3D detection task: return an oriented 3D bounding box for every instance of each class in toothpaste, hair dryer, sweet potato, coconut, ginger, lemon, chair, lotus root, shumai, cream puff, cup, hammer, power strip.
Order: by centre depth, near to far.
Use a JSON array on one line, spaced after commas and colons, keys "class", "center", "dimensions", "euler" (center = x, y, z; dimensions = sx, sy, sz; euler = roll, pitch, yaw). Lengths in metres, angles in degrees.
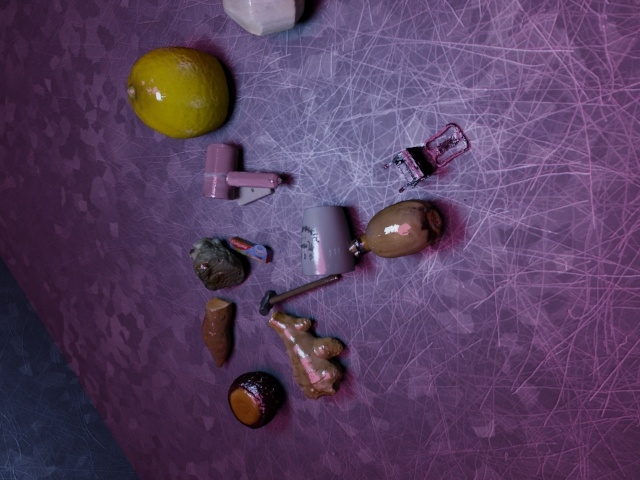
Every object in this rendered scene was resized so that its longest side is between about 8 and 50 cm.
[{"class": "chair", "center": [0.322, -0.256, 1.362], "dimensions": [0.229, 0.113, 0.106], "euler": [-37, 83, 35]}, {"class": "lotus root", "center": [0.229, -0.025, 1.427], "dimensions": [0.310, 0.183, 0.182], "euler": [-22, 89, 34]}, {"class": "coconut", "center": [-0.189, -0.791, 1.442], "dimensions": [0.266, 0.237, 0.237], "euler": [-15, 95, -11]}, {"class": "cup", "center": [0.000, 0.000, 1.595], "dimensions": [0.258, 0.187, 0.233], "euler": [-6, 90, 60]}, {"class": "lemon", "center": [-0.551, -0.553, 1.682], "dimensions": [0.365, 0.364, 0.363], "euler": [8, 105, 30]}, {"class": "hair dryer", "center": [-0.291, -0.257, 1.708], "dimensions": [0.353, 0.125, 0.210], "euler": [7, 91, 26]}, {"class": "ginger", "center": [-0.049, 0.425, 1.715], "dimensions": [0.236, 0.166, 0.375], "euler": [-27, 96, 40]}, {"class": "hammer", "center": [-0.084, 0.195, 1.728], "dimensions": [0.366, 0.111, 0.043], "euler": [-24, 116, 26]}, {"class": "power strip", "center": [-0.268, -0.200, 1.774], "dimensions": [0.192, 0.035, 0.081], "euler": [-18, 90, 33]}, {"class": "toothpaste", "center": [-0.285, 0.028, 1.833], "dimensions": [0.194, 0.044, 0.070], "euler": [20, 110, 26]}, {"class": "shumai", "center": [-0.438, 0.082, 1.873], "dimensions": [0.255, 0.189, 0.218], "euler": [88, 157, -57]}, {"class": "cream puff", "center": [-0.275, 0.672, 1.907], "dimensions": [0.239, 0.165, 0.238], "euler": [8, 106, 30]}, {"class": "sweet potato", "center": [-0.463, 0.422, 1.990], "dimensions": [0.131, 0.131, 0.336], "euler": [15, 108, 28]}]
